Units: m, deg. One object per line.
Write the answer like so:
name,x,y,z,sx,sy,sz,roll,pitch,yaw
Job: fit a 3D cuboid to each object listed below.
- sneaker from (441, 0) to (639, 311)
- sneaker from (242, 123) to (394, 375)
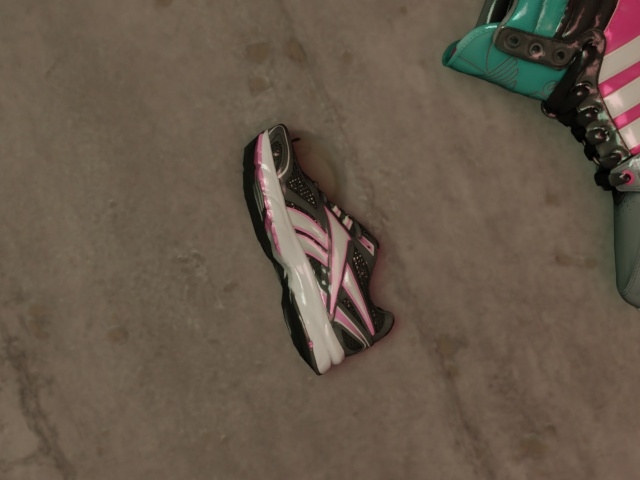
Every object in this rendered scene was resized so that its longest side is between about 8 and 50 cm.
sneaker,0.173,-0.098,1.174,0.178,0.124,0.295,2,85,-7
sneaker,0.000,0.000,1.212,0.077,0.072,0.178,-19,102,-13
